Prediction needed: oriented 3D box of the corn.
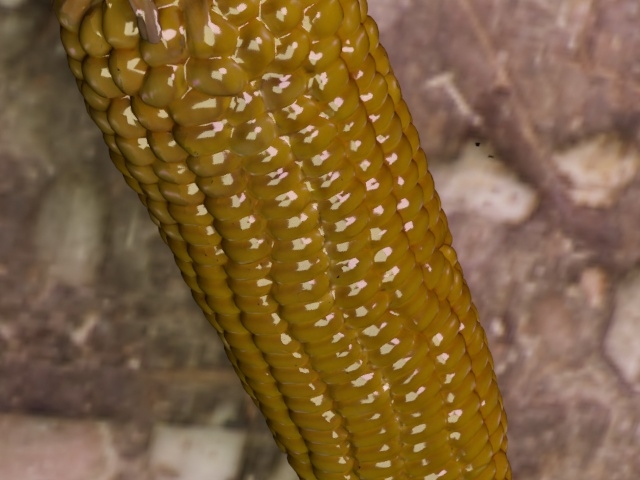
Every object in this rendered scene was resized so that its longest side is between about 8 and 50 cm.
[{"bbox_3d":[0.000,0.000,0.702,0.106,0.106,0.305,-27,123,-1],"label":"corn"}]
